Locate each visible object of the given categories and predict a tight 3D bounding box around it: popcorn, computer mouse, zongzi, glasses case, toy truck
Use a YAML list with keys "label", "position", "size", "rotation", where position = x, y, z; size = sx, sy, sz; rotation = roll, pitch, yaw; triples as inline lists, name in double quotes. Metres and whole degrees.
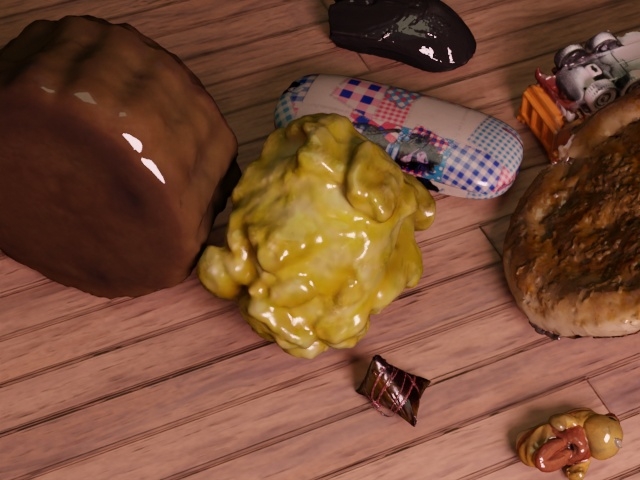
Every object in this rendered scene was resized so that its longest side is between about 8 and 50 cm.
- label: "popcorn"
  position: [0.000, 0.000, 1.402]
  size: [0.250, 0.242, 0.235]
  rotation: [-53, 34, 1]
- label: "computer mouse"
  position: [0.116, -0.307, 1.767]
  size: [0.217, 0.073, 0.122]
  rotation: [17, 51, 14]
- label: "zongzi"
  position: [0.087, 0.172, 1.368]
  size: [0.083, 0.067, 0.073]
  rotation: [13, 41, -13]
- label: "glasses case"
  position: [0.100, -0.138, 1.618]
  size: [0.327, 0.076, 0.125]
  rotation: [17, 53, 12]
- label: "toy truck"
  position: [0.405, -0.204, 1.654]
  size: [0.270, 0.135, 0.114]
  rotation: [-20, 55, -12]

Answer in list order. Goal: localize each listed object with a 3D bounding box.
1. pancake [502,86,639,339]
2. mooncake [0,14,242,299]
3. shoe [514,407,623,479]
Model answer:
- label: "pancake"
  position: [0.358, -0.047, 1.409]
  size: [0.382, 0.071, 0.382]
  rotation: [-36, 31, 26]
- label: "mooncake"
  position: [-0.257, -0.096, 1.416]
  size: [0.324, 0.324, 0.187]
  rotation: [15, 47, 11]
- label: "shoe"
  position: [0.265, 0.218, 1.323]
  size: [0.109, 0.072, 0.069]
  rotation: [1, 11, -7]
